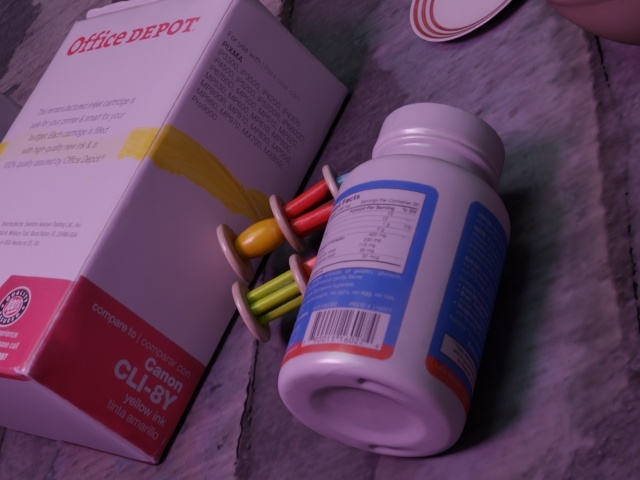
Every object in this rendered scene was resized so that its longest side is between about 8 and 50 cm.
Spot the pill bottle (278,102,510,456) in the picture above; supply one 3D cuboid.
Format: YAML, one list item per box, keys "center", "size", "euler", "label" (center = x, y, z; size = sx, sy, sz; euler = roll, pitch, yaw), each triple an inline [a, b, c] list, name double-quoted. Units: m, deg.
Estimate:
- center: [0.059, 0.021, 0.920]
  size: [0.124, 0.124, 0.221]
  euler: [-15, 46, 43]
  label: "pill bottle"

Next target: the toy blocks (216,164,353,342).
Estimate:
- center: [0.000, 0.000, 1.079]
  size: [0.148, 0.054, 0.123]
  euler: [-29, 44, 9]
  label: "toy blocks"

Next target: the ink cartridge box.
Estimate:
- center: [-0.182, -0.022, 1.224]
  size: [0.279, 0.160, 0.385]
  euler: [1, 58, 50]
  label: "ink cartridge box"

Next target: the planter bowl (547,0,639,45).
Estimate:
- center: [0.232, -0.197, 0.944]
  size: [0.162, 0.109, 0.162]
  euler: [-31, 37, 27]
  label: "planter bowl"

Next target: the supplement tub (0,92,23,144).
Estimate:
- center: [-0.441, 0.004, 1.442]
  size: [0.331, 0.241, 0.241]
  euler: [-31, 36, 27]
  label: "supplement tub"

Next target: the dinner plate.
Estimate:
- center: [0.136, -0.223, 1.176]
  size: [0.141, 0.017, 0.141]
  euler: [-33, 35, 27]
  label: "dinner plate"
